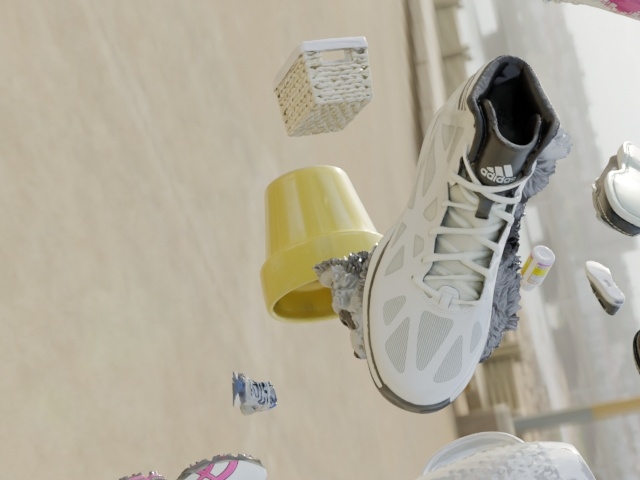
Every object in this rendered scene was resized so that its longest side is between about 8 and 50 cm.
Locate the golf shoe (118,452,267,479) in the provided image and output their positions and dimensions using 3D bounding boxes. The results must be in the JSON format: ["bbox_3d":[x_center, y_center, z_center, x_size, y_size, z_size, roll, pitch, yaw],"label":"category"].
[{"bbox_3d":[-0.139,0.290,1.308,0.086,0.186,0.067,61,-33,32],"label":"golf shoe"}]

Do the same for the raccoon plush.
[{"bbox_3d":[0.187,0.001,1.797,0.216,0.446,0.299,41,0,-28],"label":"raccoon plush"}]

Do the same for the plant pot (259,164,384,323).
[{"bbox_3d":[0.000,0.000,2.227,0.254,0.254,0.239,52,23,-66],"label":"plant pot"}]

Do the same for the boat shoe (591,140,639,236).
[{"bbox_3d":[0.467,-0.059,1.821,0.114,0.091,0.302,36,27,6],"label":"boat shoe"}]

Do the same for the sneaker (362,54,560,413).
[{"bbox_3d":[0.162,-0.025,1.436,0.257,0.169,0.447,103,3,-73],"label":"sneaker"}]

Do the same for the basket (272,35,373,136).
[{"bbox_3d":[0.005,-0.237,1.864,0.167,0.113,0.103,142,-63,-67],"label":"basket"}]

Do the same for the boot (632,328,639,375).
[{"bbox_3d":[0.608,0.204,2.016,0.207,0.094,0.246,81,-3,-53],"label":"boot"}]

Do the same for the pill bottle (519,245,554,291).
[{"bbox_3d":[0.381,0.052,2.119,0.043,0.043,0.083,-91,-164,-46],"label":"pill bottle"}]

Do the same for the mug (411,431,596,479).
[{"bbox_3d":[0.294,0.459,2.020,0.374,0.328,0.276,-116,-179,-60],"label":"mug"}]

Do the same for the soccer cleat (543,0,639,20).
[{"bbox_3d":[0.338,-0.378,1.658,0.116,0.331,0.143,-46,168,-47],"label":"soccer cleat"}]

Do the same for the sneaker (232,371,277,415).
[{"bbox_3d":[-0.093,0.218,1.721,0.135,0.058,0.052,63,23,-71],"label":"sneaker"}]

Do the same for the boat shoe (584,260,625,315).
[{"bbox_3d":[0.533,0.089,2.268,0.142,0.049,0.040,-107,-151,-57],"label":"boat shoe"}]
